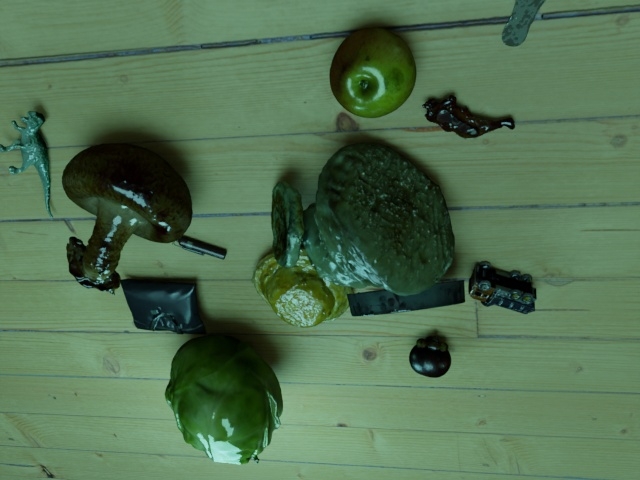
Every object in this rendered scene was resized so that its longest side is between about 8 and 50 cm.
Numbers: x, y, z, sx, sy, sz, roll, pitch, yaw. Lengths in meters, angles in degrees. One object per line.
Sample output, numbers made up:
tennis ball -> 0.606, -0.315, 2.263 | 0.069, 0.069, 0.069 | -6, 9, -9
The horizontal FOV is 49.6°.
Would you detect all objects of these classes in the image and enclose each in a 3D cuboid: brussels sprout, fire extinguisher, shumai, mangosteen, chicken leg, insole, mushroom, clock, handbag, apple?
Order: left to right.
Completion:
mushroom -> -0.533, -0.079, 1.795 | 0.331, 0.356, 0.334 | 48, 155, -9
handbag -> -0.494, 0.213, 2.194 | 0.255, 0.088, 0.211 | 2, 125, 12
fire extinguisher -> -0.363, 0.021, 2.039 | 0.173, 0.035, 0.049 | 19, 170, -4
brussels sprout -> -0.307, 0.475, 2.212 | 0.425, 0.343, 0.360 | 30, 128, 47
shumai -> 0.108, -0.022, 1.739 | 0.397, 0.324, 0.323 | 50, 143, -5
apple -> 0.113, -0.359, 1.506 | 0.196, 0.196, 0.195 | 6, 131, 7
clock -> 0.232, 0.154, 1.860 | 0.319, 0.319, 0.066 | -10, 85, 20
mangosteen -> 0.339, 0.350, 2.118 | 0.140, 0.140, 0.140 | 6, 131, 7
chicken leg -> 0.339, -0.279, 1.610 | 0.219, 0.048, 0.089 | 20, 135, -5
insole -> 0.432, -0.490, 1.434 | 0.065, 0.006, 0.193 | 16, 132, -2

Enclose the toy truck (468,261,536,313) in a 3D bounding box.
toy truck -> 0.504, 0.136, 1.912 | 0.192, 0.083, 0.092 | 17, 137, -4

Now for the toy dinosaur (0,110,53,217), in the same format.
toy dinosaur -> -0.814, -0.211, 1.901 | 0.130, 0.076, 0.383 | 1, 142, -15

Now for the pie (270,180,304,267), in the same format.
pie -> -0.089, -0.043, 1.789 | 0.054, 0.240, 0.240 | -3, 134, -15

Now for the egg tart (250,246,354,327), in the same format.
egg tart -> -0.058, 0.159, 2.026 | 0.319, 0.128, 0.318 | 8, 133, 8
